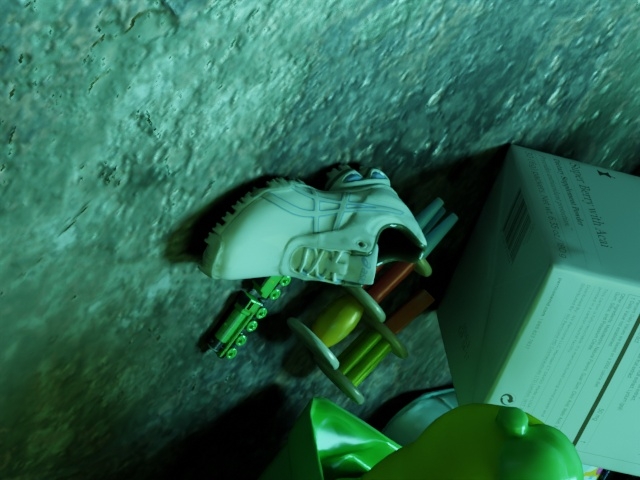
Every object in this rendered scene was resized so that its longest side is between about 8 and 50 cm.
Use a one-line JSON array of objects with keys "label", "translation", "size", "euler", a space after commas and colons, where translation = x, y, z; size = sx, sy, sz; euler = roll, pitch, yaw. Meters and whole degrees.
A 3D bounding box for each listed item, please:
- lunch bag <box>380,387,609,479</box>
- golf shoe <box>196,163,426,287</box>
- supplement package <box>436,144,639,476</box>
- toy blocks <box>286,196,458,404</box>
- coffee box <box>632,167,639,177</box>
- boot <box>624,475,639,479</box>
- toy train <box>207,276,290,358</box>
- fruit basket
[{"label": "lunch bag", "translation": [0.136, 0.238, 1.782], "size": [0.279, 0.108, 0.224], "euler": [-3, 127, -48]}, {"label": "golf shoe", "translation": [0.000, 0.000, 1.361], "size": [0.176, 0.086, 0.069], "euler": [-19, 141, -38]}, {"label": "supplement package", "translation": [0.266, 0.069, 1.557], "size": [0.293, 0.177, 0.175], "euler": [13, 121, -15]}, {"label": "toy blocks", "translation": [0.054, 0.043, 1.510], "size": [0.148, 0.054, 0.123], "euler": [-45, 149, -7]}, {"label": "coffee box", "translation": [0.362, 0.025, 1.801], "size": [0.098, 0.141, 0.246], "euler": [-45, 150, -5]}, {"label": "boot", "translation": [0.450, 0.196, 2.145], "size": [0.223, 0.118, 0.338], "euler": [-7, 126, -42]}, {"label": "toy train", "translation": [-0.052, 0.050, 1.419], "size": [0.083, 0.017, 0.024], "euler": [-53, 140, 8]}, {"label": "fruit basket", "translation": [0.090, 0.271, 1.437], "size": [0.283, 0.392, 0.392], "euler": [35, 96, -33]}]
